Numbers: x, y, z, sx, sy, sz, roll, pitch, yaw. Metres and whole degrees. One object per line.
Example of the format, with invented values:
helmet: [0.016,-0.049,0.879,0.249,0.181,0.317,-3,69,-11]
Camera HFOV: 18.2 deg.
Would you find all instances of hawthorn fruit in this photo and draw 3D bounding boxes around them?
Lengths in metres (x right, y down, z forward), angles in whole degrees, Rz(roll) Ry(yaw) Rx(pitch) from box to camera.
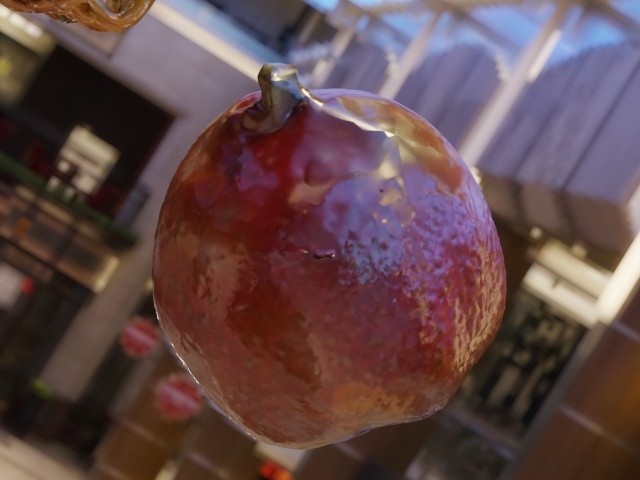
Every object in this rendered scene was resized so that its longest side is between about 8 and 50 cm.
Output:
hawthorn fruit: [0.000,0.000,0.936,0.169,0.169,0.188,30,-42,61]

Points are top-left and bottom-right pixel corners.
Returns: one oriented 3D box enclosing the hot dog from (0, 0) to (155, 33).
hot dog: [-0.079,-0.097,0.616,0.072,0.055,0.188,-9,16,-17]
